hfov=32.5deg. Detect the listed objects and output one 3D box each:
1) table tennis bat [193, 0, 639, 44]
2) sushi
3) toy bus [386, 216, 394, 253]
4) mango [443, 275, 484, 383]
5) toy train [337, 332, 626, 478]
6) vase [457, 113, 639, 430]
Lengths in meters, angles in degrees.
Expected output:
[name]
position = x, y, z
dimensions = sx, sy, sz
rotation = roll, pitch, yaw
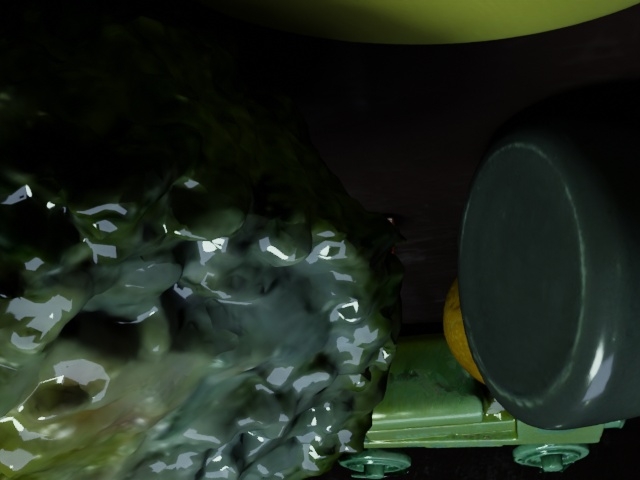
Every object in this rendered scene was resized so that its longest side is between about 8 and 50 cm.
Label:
[table tennis bat]
position = 0.013, -0.128, 0.311
dimensions = 0.224, 0.054, 0.369
rotation = -4, 169, 18
[sushi]
position = -0.145, 0.049, 0.471
dimensions = 0.352, 0.178, 0.294
rotation = -37, 147, 5
[toy bus]
position = 0.000, 0.000, 0.814
dimensions = 0.110, 0.031, 0.043
rotation = 0, 167, 2
[mango]
position = 0.195, 0.065, 0.902
dimensions = 0.177, 0.120, 0.295
rotation = -13, 164, 14
[toy train]
position = 0.153, 0.177, 1.264
dimensions = 0.397, 0.160, 0.253
rotation = -4, 158, 10
[vase]
position = 0.258, 0.013, 0.647
dimensions = 0.321, 0.173, 0.173
rotation = -2, 166, -18
